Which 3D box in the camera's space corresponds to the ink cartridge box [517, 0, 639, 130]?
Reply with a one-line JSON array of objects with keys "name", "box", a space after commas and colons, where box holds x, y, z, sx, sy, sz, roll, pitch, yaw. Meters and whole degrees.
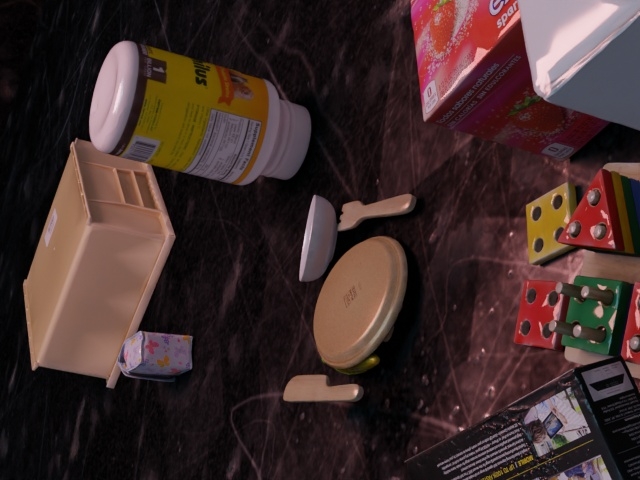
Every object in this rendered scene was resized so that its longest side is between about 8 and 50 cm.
[{"name": "ink cartridge box", "box": [0.226, -0.147, 0.418, 0.197, 0.270, 0.198, -44, 41, 48]}]

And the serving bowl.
[{"name": "serving bowl", "box": [0.000, 0.000, 1.075, 0.083, 0.027, 0.083, -170, 90, -86]}]

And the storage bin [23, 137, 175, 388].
[{"name": "storage bin", "box": [-0.332, 0.024, 1.644, 0.262, 0.123, 0.260, -65, 27, 24]}]

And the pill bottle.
[{"name": "pill bottle", "box": [-0.123, -0.126, 1.178, 0.117, 0.215, 0.117, -37, 46, 53]}]

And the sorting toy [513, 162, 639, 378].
[{"name": "sorting toy", "box": [0.187, 0.015, 0.682, 0.274, 0.046, 0.132, 9, 86, 65]}]

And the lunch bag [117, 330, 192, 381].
[{"name": "lunch bag", "box": [-0.203, 0.144, 1.384, 0.083, 0.071, 0.053, -28, 58, 55]}]

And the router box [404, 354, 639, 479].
[{"name": "router box", "box": [0.135, 0.163, 0.673, 0.179, 0.046, 0.133, -42, 63, 50]}]

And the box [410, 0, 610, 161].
[{"name": "box", "box": [0.173, -0.179, 0.709, 0.257, 0.122, 0.128, -46, 39, 47]}]

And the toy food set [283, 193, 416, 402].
[{"name": "toy food set", "box": [0.038, 0.056, 0.985, 0.132, 0.038, 0.192, -9, 60, 57]}]
